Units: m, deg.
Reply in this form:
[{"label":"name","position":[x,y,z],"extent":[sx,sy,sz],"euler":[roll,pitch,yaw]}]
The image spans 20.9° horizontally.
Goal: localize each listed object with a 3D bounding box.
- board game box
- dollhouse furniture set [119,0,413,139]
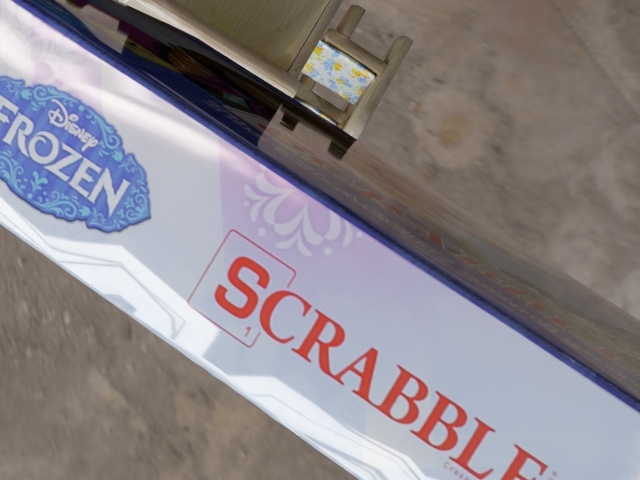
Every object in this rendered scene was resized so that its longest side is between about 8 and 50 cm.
[{"label":"board game box","position":[0.000,0.000,0.642],"extent":[0.319,0.318,0.066],"euler":[34,97,16]},{"label":"dollhouse furniture set","position":[-0.064,-0.123,1.103],"extent":[0.212,0.242,0.161],"euler":[32,60,-5]}]
